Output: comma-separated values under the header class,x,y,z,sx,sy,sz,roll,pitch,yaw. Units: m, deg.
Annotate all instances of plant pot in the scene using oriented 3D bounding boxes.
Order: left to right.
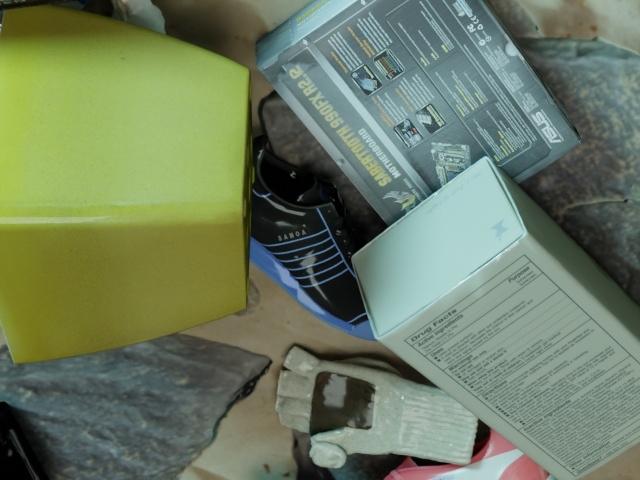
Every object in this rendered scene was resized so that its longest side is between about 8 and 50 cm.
class,x,y,z,sx,sy,sz,roll,pitch,yaw
plant pot,-0.147,-0.040,1.058,0.187,0.212,0.212,2,146,0

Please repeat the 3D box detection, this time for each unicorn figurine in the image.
class,x,y,z,sx,sy,sz,roll,pitch,yaw
unicorn figurine,-0.152,-0.168,1.112,0.162,0.060,0.111,-36,122,14

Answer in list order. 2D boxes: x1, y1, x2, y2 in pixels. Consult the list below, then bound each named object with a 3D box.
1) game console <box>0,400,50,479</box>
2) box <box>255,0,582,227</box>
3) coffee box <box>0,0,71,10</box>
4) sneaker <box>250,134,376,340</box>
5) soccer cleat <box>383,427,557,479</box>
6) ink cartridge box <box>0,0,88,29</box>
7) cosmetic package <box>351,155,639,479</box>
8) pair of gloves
class,x,y,z,sx,sy,sz,roll,pitch,yaw
game console,-0.406,0.165,1.268,0.213,0.044,0.361,-30,109,-21
box,0.085,-0.125,1.159,0.183,0.056,0.231,-33,118,16
coffee box,-0.234,-0.290,0.957,0.141,0.098,0.246,-8,94,1
sneaker,0.000,0.000,1.212,0.232,0.081,0.090,36,119,-21
soccer cleat,0.085,0.278,1.387,0.318,0.108,0.116,-29,93,19
ink cartridge box,-0.231,-0.216,1.087,0.097,0.046,0.207,35,113,-23
cosmetic package,0.188,0.082,1.222,0.160,0.113,0.309,-36,128,17
pair of gloves,0.034,0.234,1.322,0.204,0.042,0.240,17,102,12
